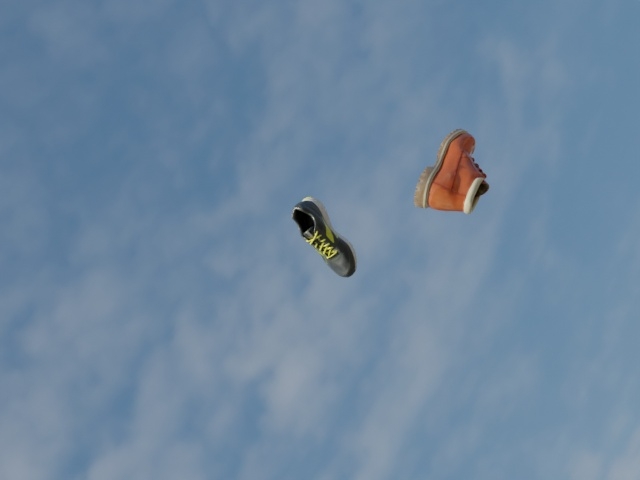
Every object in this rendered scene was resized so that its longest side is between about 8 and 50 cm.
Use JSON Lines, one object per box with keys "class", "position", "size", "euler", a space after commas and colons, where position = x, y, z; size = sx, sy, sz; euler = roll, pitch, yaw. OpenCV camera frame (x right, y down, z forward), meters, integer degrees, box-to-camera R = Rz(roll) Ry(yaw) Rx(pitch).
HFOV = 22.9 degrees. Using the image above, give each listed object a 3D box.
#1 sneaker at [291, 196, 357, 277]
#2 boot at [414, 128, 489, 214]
{"class": "sneaker", "position": [0.000, 0.000, 1.420], "size": [0.031, 0.083, 0.035], "euler": [-41, -12, 29]}
{"class": "boot", "position": [0.188, -0.088, 2.076], "size": [0.158, 0.084, 0.059], "euler": [-59, -26, -44]}
